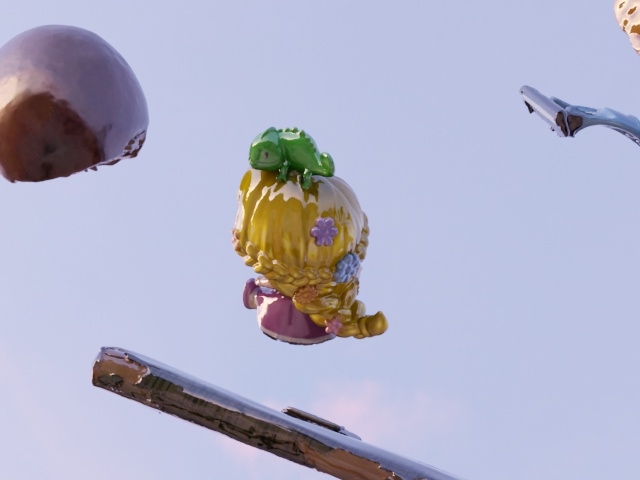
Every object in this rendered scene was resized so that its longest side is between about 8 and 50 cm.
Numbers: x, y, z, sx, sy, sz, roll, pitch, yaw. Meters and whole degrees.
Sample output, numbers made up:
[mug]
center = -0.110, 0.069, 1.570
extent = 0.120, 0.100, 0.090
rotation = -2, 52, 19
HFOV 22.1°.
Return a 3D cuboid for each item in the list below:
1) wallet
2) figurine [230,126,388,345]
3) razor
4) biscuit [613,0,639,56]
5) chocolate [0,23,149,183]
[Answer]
[wallet]
center = -0.018, 0.156, 1.290
extent = 0.317, 0.044, 0.169
rotation = 18, -6, 16
[figurine]
center = 0.000, 0.000, 1.108
extent = 0.115, 0.095, 0.156
rotation = 22, -54, 29
[razor]
center = 0.242, -0.029, 1.057
extent = 0.253, 0.082, 0.042
rotation = 34, -82, -15
[biscuit]
center = 0.245, -0.145, 0.778
extent = 0.040, 0.144, 0.236
rotation = 13, -1, -41
[chocolate]
center = -0.183, -0.087, 1.170
extent = 0.124, 0.133, 0.127
rotation = -37, -64, -6
